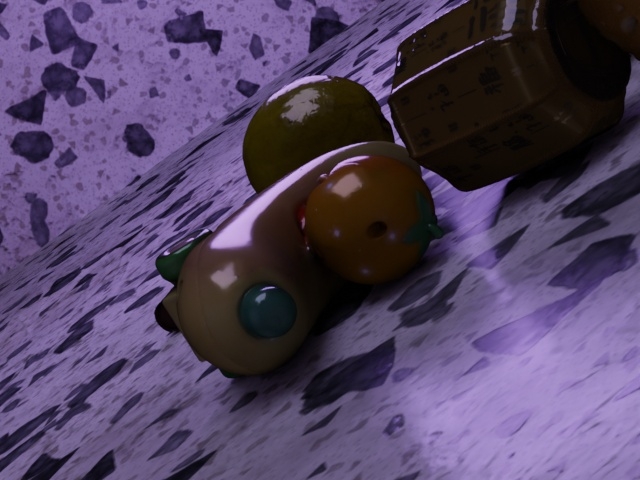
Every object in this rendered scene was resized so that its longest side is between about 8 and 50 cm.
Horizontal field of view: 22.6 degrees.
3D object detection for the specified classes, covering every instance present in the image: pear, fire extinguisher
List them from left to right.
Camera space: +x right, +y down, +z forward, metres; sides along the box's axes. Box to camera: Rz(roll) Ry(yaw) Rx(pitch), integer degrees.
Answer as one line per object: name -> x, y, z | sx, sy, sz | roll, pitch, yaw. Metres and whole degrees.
fire extinguisher -> -0.141, 0.054, 1.749 | 0.056, 0.039, 0.132 | 4, 24, 16
pear -> 0.001, -0.101, 1.697 | 0.162, 0.149, 0.149 | -22, 16, 28

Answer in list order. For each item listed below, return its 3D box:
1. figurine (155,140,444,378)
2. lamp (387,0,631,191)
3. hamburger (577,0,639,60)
figurine -> 0.000, 0.000, 1.361 | 0.222, 0.124, 0.324 | -24, 12, 45
lamp -> 0.156, -0.133, 1.347 | 0.185, 0.161, 0.161 | -22, 17, 47
hamburger -> 0.301, -0.222, 1.239 | 0.118, 0.182, 0.191 | -51, 18, -30
